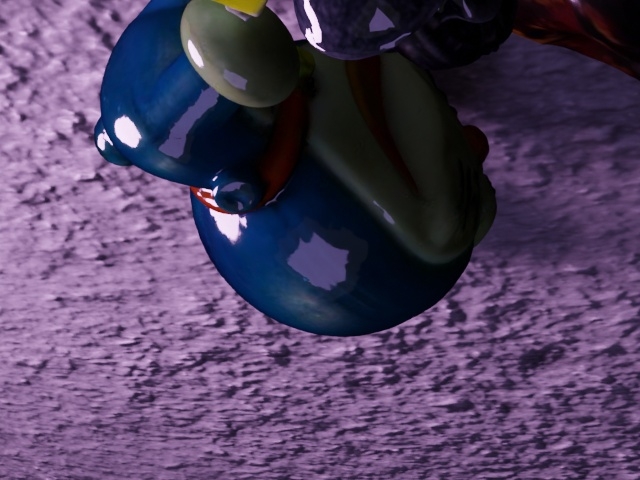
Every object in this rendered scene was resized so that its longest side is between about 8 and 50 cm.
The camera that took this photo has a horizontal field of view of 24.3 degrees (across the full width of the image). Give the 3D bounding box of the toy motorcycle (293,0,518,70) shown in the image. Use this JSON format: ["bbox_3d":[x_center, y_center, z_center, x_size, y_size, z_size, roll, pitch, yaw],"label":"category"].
[{"bbox_3d":[0.006,-0.229,0.460,0.125,0.358,0.213,-11,153,34],"label":"toy motorcycle"}]

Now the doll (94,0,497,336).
[{"bbox_3d":[-0.014,-0.055,0.953,0.186,0.198,0.322,-34,128,24],"label":"doll"}]

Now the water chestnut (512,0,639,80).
[{"bbox_3d":[0.175,-0.167,0.619,0.289,0.244,0.289,14,157,6],"label":"water chestnut"}]

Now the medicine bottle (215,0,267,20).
[{"bbox_3d":[-0.044,-0.235,0.694,0.137,0.141,0.250,16,152,-13],"label":"medicine bottle"}]
